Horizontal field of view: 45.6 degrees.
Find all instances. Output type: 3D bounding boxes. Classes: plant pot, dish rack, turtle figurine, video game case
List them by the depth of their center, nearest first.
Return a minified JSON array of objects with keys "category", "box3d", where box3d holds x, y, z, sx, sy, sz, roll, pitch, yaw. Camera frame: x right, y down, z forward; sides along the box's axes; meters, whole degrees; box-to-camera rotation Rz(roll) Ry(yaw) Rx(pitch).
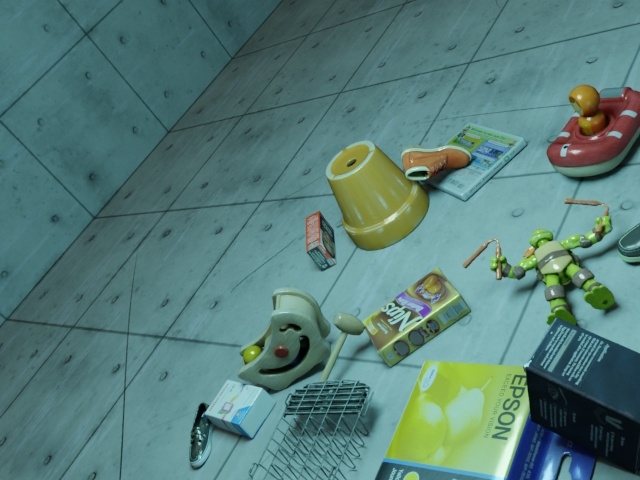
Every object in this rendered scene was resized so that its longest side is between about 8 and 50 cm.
[{"category":"turtle figurine","box3d":[0.392,0.051,1.301,0.269,0.087,0.217,-22,40,10]},{"category":"dish rack","box3d":[-0.012,0.364,1.326,0.208,0.074,0.272,-10,39,38]},{"category":"plant pot","box3d":[0.113,-0.115,1.727,0.205,0.188,0.205,-27,31,18]},{"category":"video game case","box3d":[0.337,-0.185,1.748,0.193,0.023,0.212,-42,29,-6]}]

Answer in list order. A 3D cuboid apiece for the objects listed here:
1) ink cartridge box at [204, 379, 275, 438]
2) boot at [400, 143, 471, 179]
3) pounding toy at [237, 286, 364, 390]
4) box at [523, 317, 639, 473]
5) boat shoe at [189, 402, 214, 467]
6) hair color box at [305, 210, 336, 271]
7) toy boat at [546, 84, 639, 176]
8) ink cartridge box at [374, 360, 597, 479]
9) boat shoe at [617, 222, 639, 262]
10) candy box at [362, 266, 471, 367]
[{"category":"ink cartridge box","box3d":[-0.164,0.339,1.539,0.122,0.052,0.089,-1,46,48]},{"category":"boot","box3d":[0.259,-0.167,1.691,0.157,0.059,0.085,-2,47,2]},{"category":"pounding toy","box3d":[-0.060,0.203,1.477,0.269,0.154,0.155,-39,27,24]},{"category":"box","box3d":[0.364,0.205,1.007,0.158,0.156,0.093,25,63,33]},{"category":"boat shoe","box3d":[-0.248,0.396,1.561,0.049,0.040,0.142,-24,33,23]},{"category":"hair color box","box3d":[0.000,0.000,1.808,0.043,0.072,0.141,-28,32,17]},{"category":"toy boat","box3d":[0.527,-0.235,1.483,0.151,0.151,0.231,8,53,52]},{"category":"ink cartridge box","box3d":[0.236,0.320,1.121,0.307,0.072,0.304,-8,41,44]},{"category":"boat shoe","box3d":[0.582,-0.045,1.240,0.223,0.073,0.080,-30,31,14]},{"category":"candy box","box3d":[0.178,0.144,1.440,0.186,0.053,0.109,-37,30,4]}]
